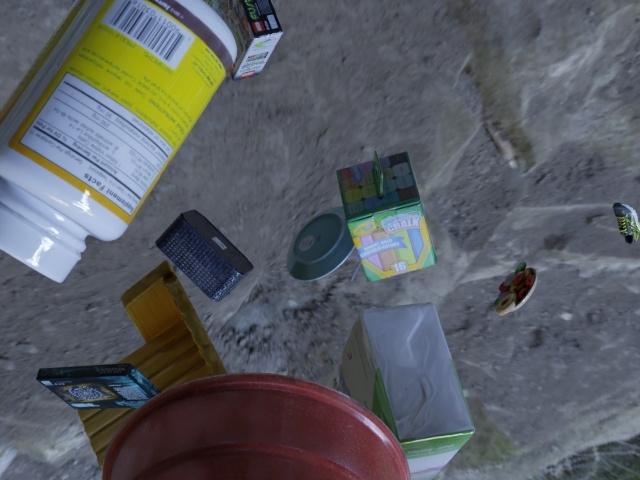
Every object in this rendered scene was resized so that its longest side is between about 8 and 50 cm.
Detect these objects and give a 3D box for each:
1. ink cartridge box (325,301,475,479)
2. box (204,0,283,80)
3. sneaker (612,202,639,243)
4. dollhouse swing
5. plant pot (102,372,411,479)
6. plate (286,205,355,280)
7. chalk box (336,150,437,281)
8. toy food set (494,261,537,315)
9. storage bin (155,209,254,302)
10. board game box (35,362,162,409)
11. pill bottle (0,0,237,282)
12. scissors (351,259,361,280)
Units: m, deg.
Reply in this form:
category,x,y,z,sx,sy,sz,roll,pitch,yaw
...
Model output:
category,x,y,z,sx,sy,sz,roll,pitch,yaw
ink cartridge box,0.100,0.267,1.392,0.119,0.353,0.207,-7,60,-15
box,-0.105,-0.298,1.029,0.036,0.114,0.207,-17,81,-21
sneaker,0.501,-0.027,1.495,0.083,0.031,0.035,47,69,-24
dollhouse swing,-0.324,0.293,1.716,0.305,0.315,0.347,-27,63,-9
plant pot,-0.055,0.291,0.697,0.272,0.265,0.272,0,123,0
plate,0.000,0.000,1.872,0.188,0.188,0.024,-48,126,-4
chalk box,0.108,-0.054,1.556,0.132,0.213,0.132,-15,45,7
toy food set,0.288,0.072,1.354,0.020,0.082,0.083,35,110,-12
storage bin,-0.237,0.030,1.883,0.180,0.122,0.084,43,102,2
board game box,-0.382,0.257,1.594,0.186,0.126,0.026,-5,54,20
pill bottle,-0.159,-0.082,0.647,0.117,0.117,0.215,32,81,-2
scissors,0.124,-0.043,1.869,0.021,0.109,0.297,27,44,7
